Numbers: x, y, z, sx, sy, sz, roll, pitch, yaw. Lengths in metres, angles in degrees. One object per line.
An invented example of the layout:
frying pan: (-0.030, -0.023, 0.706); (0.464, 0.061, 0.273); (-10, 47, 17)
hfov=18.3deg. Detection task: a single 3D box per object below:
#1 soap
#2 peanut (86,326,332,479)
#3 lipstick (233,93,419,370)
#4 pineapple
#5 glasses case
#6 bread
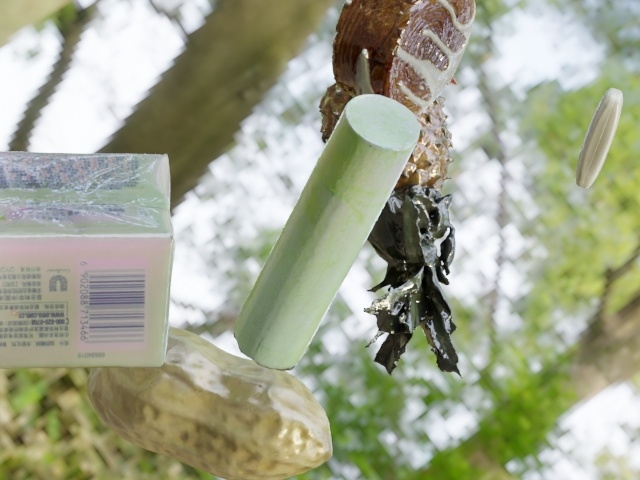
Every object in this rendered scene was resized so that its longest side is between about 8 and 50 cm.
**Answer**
soap: (-0.229, 0.013, 1.730); (0.182, 0.199, 0.138); (-104, -164, -60)
peanut: (-0.129, 0.187, 2.261); (0.313, 0.152, 0.152); (22, -31, 24)
lipstick: (0.000, 0.000, 1.786); (0.076, 0.076, 0.304); (48, -44, 22)
pineapple: (0.095, -0.021, 2.283); (0.165, 0.165, 0.364); (101, -19, -67)
glasses case: (0.221, -0.081, 1.575); (0.021, 0.083, 0.032); (19, 20, 3)
bread: (0.081, -0.194, 1.869); (0.073, 0.160, 0.160); (24, -30, 26)
